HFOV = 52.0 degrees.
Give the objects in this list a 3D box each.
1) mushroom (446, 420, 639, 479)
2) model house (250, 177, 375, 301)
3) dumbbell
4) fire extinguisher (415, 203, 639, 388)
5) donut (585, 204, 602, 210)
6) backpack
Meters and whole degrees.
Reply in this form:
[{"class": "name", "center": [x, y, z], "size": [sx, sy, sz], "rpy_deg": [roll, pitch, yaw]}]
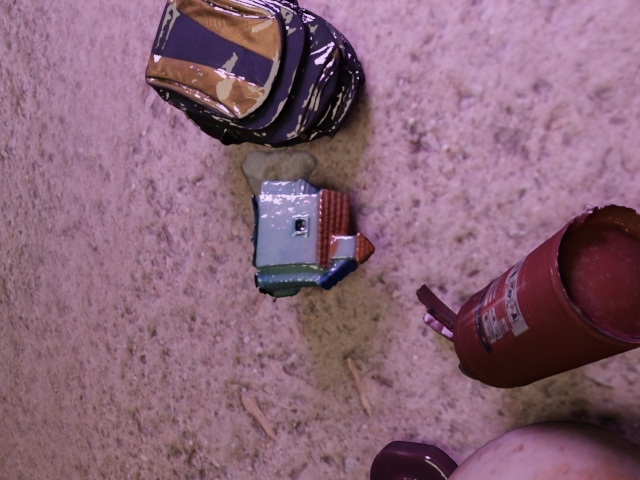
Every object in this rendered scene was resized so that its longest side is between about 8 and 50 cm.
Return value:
[{"class": "mushroom", "center": [0.240, 0.331, 0.605], "size": [0.290, 0.297, 0.297], "rpy_deg": [41, 131, -18]}, {"class": "model house", "center": [0.000, 0.000, 0.816], "size": [0.149, 0.119, 0.148], "rpy_deg": [1, 78, 15]}, {"class": "dumbbell", "center": [0.069, 0.333, 0.746], "size": [0.140, 0.225, 0.124], "rpy_deg": [-6, 99, 39]}, {"class": "fire extinguisher", "center": [0.179, 0.064, 0.616], "size": [0.147, 0.106, 0.337], "rpy_deg": [43, 160, 8]}, {"class": "donut", "center": [0.332, 0.035, 0.556], "size": [0.217, 0.085, 0.141], "rpy_deg": [-4, 98, 39]}, {"class": "backpack", "center": [-0.071, -0.209, 0.805], "size": [0.258, 0.133, 0.206], "rpy_deg": [27, 108, 25]}]
